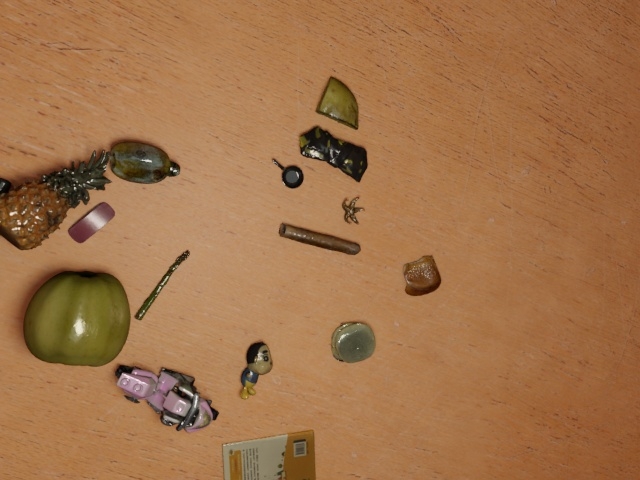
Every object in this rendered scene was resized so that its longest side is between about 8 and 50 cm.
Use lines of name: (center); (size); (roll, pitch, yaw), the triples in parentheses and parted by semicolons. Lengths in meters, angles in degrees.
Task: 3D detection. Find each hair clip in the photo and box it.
hair clip: (-0.638, -0.049, 1.733); (0.137, 0.022, 0.054); (-41, 109, -7)

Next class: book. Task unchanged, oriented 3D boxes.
book: (-0.159, 0.722, 1.972); (0.295, 0.020, 0.208); (-3, 98, -15)

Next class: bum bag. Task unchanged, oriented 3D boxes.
bum bag: (0.041, -0.265, 1.878); (0.232, 0.060, 0.107); (25, 81, -19)

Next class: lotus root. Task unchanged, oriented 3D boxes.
lotus root: (-0.484, -0.211, 1.722); (0.191, 0.088, 0.113); (8, 111, -18)

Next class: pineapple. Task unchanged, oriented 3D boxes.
pineapple: (-0.694, -0.124, 1.636); (0.340, 0.169, 0.169); (-46, 107, -25)

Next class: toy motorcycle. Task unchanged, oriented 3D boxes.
toy motorcycle: (-0.429, 0.447, 1.771); (0.326, 0.188, 0.143); (31, 84, -17)

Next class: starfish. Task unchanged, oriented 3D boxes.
starfish: (0.099, -0.095, 1.934); (0.078, 0.028, 0.091); (22, 88, -23)

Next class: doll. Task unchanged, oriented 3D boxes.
doll: (-0.193, 0.392, 1.888); (0.088, 0.102, 0.180); (13, 95, 22)

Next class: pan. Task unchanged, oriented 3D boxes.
pan: (-0.102, -0.205, 1.863); (0.115, 0.023, 0.068); (41, 86, -20)

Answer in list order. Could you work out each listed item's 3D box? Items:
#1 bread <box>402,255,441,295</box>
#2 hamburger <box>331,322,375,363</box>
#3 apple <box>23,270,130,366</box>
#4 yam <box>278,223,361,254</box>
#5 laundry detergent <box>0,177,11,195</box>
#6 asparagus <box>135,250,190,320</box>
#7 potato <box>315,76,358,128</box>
bread: (0.331, 0.120, 2.021); (0.129, 0.044, 0.126); (-18, 100, -10)
hamburger: (0.103, 0.323, 1.973); (0.139, 0.062, 0.133); (-18, 106, -15)
apple: (-0.649, 0.213, 1.662); (0.278, 0.279, 0.280); (-2, 98, -16)
yam: (0.000, 0.000, 1.908); (0.263, 0.046, 0.046); (15, 93, -17)
laundry detergent: (-0.881, -0.059, 1.636); (0.099, 0.070, 0.226); (26, 90, -20)
asparagus: (-0.459, 0.128, 1.806); (0.025, 0.024, 0.249); (38, 85, -24)
potato: (0.075, -0.411, 1.857); (0.149, 0.081, 0.120); (21, 93, -17)
